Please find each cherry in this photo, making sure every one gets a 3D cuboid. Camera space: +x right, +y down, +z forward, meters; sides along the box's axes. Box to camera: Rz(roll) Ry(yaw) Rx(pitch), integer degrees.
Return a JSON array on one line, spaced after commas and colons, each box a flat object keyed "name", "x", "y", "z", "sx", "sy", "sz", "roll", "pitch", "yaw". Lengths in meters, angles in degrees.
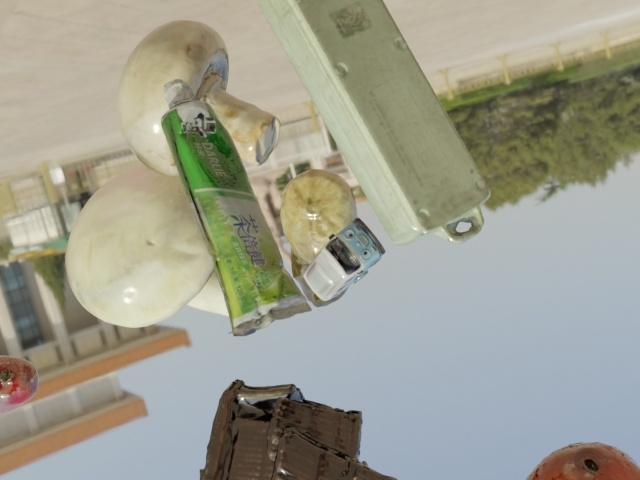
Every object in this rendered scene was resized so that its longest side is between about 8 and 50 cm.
[{"name": "cherry", "x": -0.550, "y": 0.246, "z": 1.423, "sx": 0.126, "sy": 0.106, "sz": 0.087, "roll": -29, "pitch": -142, "yaw": 39}]

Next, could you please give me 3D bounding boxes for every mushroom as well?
[{"name": "mushroom", "x": -0.163, "y": -0.183, "z": 1.052, "sx": 0.209, "sy": 0.206, "sz": 0.206, "roll": -2, "pitch": -169, "yaw": 26}, {"name": "mushroom", "x": -0.278, "y": 0.013, "z": 1.456, "sx": 0.356, "sy": 0.315, "sz": 0.315, "roll": 16, "pitch": -169, "yaw": 6}]

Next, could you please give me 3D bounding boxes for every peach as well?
[{"name": "peach", "x": 0.468, "y": 0.498, "z": 1.460, "sx": 0.281, "sy": 0.281, "sz": 0.238, "roll": -14, "pitch": -169, "yaw": 10}]

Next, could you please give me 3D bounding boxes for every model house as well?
[{"name": "model house", "x": 0.010, "y": 0.377, "z": 1.163, "sx": 0.282, "sy": 0.297, "sz": 0.317, "roll": -10, "pitch": -129, "yaw": 32}]

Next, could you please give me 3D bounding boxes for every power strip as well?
[{"name": "power strip", "x": 0.035, "y": -0.116, "z": 0.608, "sx": 0.078, "sy": 0.272, "sz": 0.052, "roll": -29, "pitch": 178, "yaw": -24}]

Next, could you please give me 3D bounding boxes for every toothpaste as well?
[{"name": "toothpaste", "x": -0.088, "y": -0.036, "z": 0.740, "sx": 0.078, "sy": 0.248, "sz": 0.047, "roll": -17, "pitch": 166, "yaw": -24}]

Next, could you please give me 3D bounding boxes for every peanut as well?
[{"name": "peanut", "x": 0.000, "y": 0.000, "z": 1.339, "sx": 0.122, "sy": 0.253, "sz": 0.137, "roll": 6, "pitch": -133, "yaw": 10}]

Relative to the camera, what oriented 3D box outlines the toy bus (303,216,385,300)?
[{"name": "toy bus", "x": 0.025, "y": 0.028, "z": 1.016, "sx": 0.075, "sy": 0.060, "sz": 0.123, "roll": -36, "pitch": 173, "yaw": -23}]
